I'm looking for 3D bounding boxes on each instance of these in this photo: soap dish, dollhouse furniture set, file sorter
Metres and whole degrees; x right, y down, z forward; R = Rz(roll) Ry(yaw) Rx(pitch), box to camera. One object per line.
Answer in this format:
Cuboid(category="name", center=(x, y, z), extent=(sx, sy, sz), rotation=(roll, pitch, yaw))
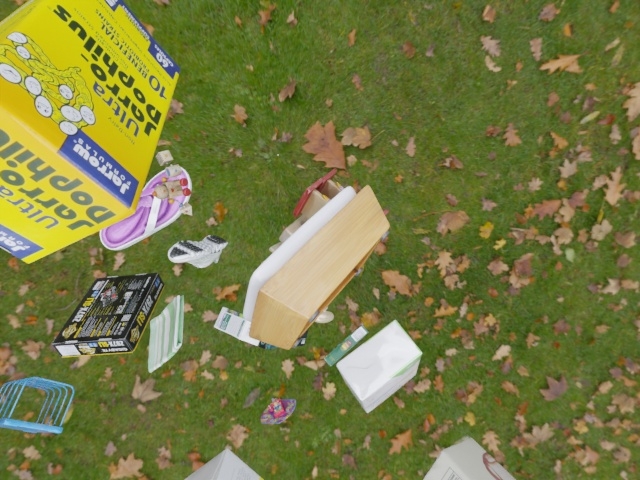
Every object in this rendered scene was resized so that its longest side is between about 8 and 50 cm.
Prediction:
Cuboid(category="soap dish", center=(-0.006, 0.057, 0.744), extent=(0.118, 0.228, 0.291), rotation=(39, 58, 9))
Cuboid(category="dollhouse furniture set", center=(0.000, 0.000, 1.181), extent=(0.201, 0.152, 0.374), rotation=(42, 134, 6))
Cuboid(category="file sorter", center=(-0.683, 0.388, 0.949), extent=(0.170, 0.104, 0.118), rotation=(-19, 141, 35))

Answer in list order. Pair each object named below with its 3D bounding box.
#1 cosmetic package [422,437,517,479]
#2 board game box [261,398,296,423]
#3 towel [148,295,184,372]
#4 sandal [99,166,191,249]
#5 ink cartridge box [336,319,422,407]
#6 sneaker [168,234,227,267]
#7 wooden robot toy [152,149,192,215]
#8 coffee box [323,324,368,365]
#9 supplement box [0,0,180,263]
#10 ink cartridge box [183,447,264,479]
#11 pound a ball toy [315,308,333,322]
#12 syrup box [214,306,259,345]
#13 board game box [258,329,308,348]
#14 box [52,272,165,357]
Cuboid(category="cosmetic package", center=(0.338, 0.545, 0.748), extent=(0.129, 0.296, 0.153), rotation=(7, 113, -43))
Cuboid(category="board game box", center=(-0.189, 0.721, 1.732), extent=(0.169, 0.133, 0.033), rotation=(-17, 107, 34))
Cuboid(category="towel", center=(-0.674, 0.403, 1.744), extent=(0.038, 0.247, 0.325), rotation=(16, 141, -38))
Cuboid(category="sandal", center=(-0.628, -0.101, 1.438), extent=(0.416, 0.102, 0.169), rotation=(-40, 87, 8))
Cuboid(category="ink cartridge box", center=(0.178, 0.389, 1.193), extent=(0.207, 0.353, 0.119), rotation=(-35, 62, -9))
Cuboid(category="sneaker", center=(-0.484, 0.060, 1.597), extent=(0.110, 0.292, 0.118), rotation=(28, 108, 19))
Cuboid(category="wooden robot toy", center=(-0.380, -0.134, 1.006), extent=(0.079, 0.076, 0.173), rotation=(-27, 109, -41))
Cuboid(category="coffee box", center=(0.091, 0.383, 1.469), extent=(0.184, 0.113, 0.040), rotation=(-40, 78, -10))
Cuboid(category="supplement box", center=(-0.354, -0.185, 0.547), extent=(0.196, 0.356, 0.194), rotation=(-21, 138, 18))
Cuboid(category="ink cartridge box", center=(-0.253, 0.849, 1.188), extent=(0.279, 0.160, 0.384), rotation=(-41, 100, 14))
Cuboid(category="pound a ball toy", center=(0.017, 0.153, 1.575), extent=(0.136, 0.208, 0.318), rotation=(17, 82, -34))
Cuboid(category="syrup box", center=(-0.332, 0.346, 1.645), extent=(0.096, 0.237, 0.093), rotation=(33, 72, -36))
Cuboid(category="board game box", center=(-0.085, 0.220, 1.072), extent=(0.026, 0.186, 0.126), rotation=(11, 85, 31))
Cuboid(category="box", center=(-0.736, 0.254, 1.435), extent=(0.258, 0.321, 0.079), rotation=(-7, 127, 6))
